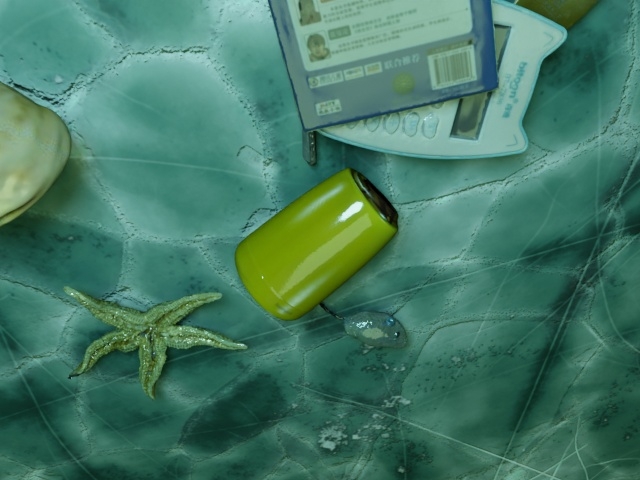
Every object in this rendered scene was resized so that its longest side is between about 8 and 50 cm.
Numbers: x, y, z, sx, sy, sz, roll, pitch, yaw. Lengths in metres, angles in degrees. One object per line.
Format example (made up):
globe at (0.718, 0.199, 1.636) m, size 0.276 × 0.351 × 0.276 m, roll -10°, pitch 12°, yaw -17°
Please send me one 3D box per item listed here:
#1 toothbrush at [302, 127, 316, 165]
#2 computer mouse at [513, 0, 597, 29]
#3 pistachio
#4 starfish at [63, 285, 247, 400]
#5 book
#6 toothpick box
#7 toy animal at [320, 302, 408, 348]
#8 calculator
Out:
toothbrush at (-0.019, -0.250, 0.907) m, size 0.031 × 0.030 × 0.297 m, roll -11°, pitch 127°, yaw -12°
computer mouse at (0.369, -0.384, 0.847) m, size 0.102 × 0.045 × 0.199 m, roll 28°, pitch 119°, yaw -28°
pistachio at (-0.511, -0.126, 0.817) m, size 0.321 × 0.238 × 0.229 m, roll -6°, pitch 167°, yaw 4°
starfish at (-0.331, 0.198, 1.169) m, size 0.358 × 0.078 × 0.347 m, roll 11°, pitch 124°, yaw -15°
book at (0.066, -0.371, 0.756) m, size 0.300 × 0.039 × 0.428 m, roll -11°, pitch 121°, yaw 7°
toothpick box at (0.000, 0.000, 1.009) m, size 0.271 × 0.175 × 0.175 m, roll -38°, pitch 122°, yaw 16°
toy animal at (0.071, 0.160, 1.211) m, size 0.253 × 0.070 × 0.079 m, roll 29°, pitch 83°, yaw -12°
calculator at (0.154, -0.251, 0.883) m, size 0.386 × 0.054 × 0.256 m, roll 4°, pitch 122°, yaw -8°
